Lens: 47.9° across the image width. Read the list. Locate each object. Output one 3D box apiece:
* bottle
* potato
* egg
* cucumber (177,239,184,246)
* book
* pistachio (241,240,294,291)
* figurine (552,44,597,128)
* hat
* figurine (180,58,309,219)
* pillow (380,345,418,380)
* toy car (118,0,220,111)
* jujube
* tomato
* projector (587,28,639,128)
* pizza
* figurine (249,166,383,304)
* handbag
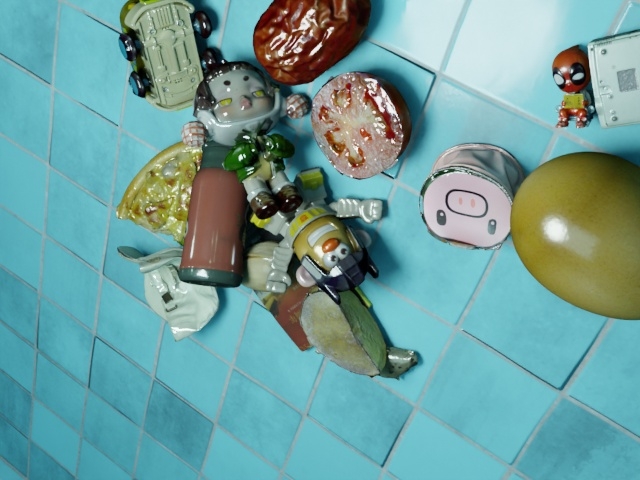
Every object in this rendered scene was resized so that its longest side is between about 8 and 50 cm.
[{"bbox_3d":[-0.233,-0.066,1.638,0.144,0.144,0.335,-1,80,34],"label":"bottle"},{"bbox_3d":[0.046,0.202,1.649,0.138,0.098,0.243,-25,101,36],"label":"potato"},{"bbox_3d":[0.472,-0.004,1.201,0.322,0.250,0.250,38,128,8],"label":"egg"},{"bbox_3d":[-0.380,-0.071,1.856,0.069,0.069,0.227,-19,104,38],"label":"cucumber"},{"bbox_3d":[-0.077,0.069,1.744,0.262,0.028,0.374,-39,88,37],"label":"book"},{"bbox_3d":[-0.130,0.059,1.677,0.185,0.124,0.124,-9,107,42],"label":"pistachio"},{"bbox_3d":[0.431,-0.261,1.222,0.068,0.075,0.140,3,103,34],"label":"figurine"},{"bbox_3d":[-0.400,0.095,1.919,0.301,0.168,0.257,32,146,47],"label":"hat"},{"bbox_3d":[-0.151,-0.225,1.522,0.167,0.282,0.369,117,132,-67],"label":"figurine"},{"bbox_3d":[0.118,0.282,1.700,0.241,0.051,0.093,6,118,28],"label":"pillow"},{"bbox_3d":[-0.360,-0.430,1.609,0.198,0.204,0.247,37,144,47],"label":"toy car"},{"bbox_3d":[-0.018,-0.410,1.394,0.250,0.174,0.174,-38,88,28],"label":"jujube"},{"bbox_3d":[0.087,-0.237,1.452,0.225,0.085,0.224,17,123,28],"label":"tomato"},{"bbox_3d":[0.506,-0.264,1.177,0.115,0.061,0.147,-4,108,37],"label":"projector"},{"bbox_3d":[-0.353,-0.102,1.763,0.323,0.089,0.223,-37,98,21],"label":"pizza"},{"bbox_3d":[0.003,-0.002,1.551,0.309,0.143,0.308,-2,86,24],"label":"figurine"},{"bbox_3d":[0.288,-0.083,1.371,0.205,0.116,0.179,12,119,28],"label":"handbag"}]
